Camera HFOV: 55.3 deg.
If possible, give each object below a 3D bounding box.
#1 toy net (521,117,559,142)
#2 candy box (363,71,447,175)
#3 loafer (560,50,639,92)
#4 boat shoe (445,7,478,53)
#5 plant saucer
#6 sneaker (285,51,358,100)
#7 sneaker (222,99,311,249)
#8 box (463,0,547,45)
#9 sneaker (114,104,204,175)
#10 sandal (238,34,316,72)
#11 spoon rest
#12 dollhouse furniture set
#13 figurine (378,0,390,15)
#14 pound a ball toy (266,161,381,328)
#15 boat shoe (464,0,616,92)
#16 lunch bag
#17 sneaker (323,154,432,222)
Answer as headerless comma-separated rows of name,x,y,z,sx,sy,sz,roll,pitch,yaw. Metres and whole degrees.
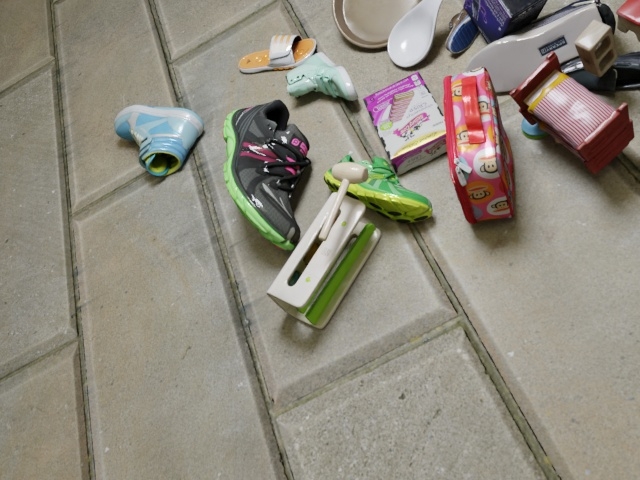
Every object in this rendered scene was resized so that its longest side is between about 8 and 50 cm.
toy net,0.554,-0.242,1.326,0.122,0.045,0.232,-43,53,-7
candy box,0.215,-0.289,1.498,0.159,0.071,0.233,-25,53,9
loafer,0.634,-0.364,1.342,0.223,0.076,0.078,-3,51,20
boat shoe,0.376,-0.562,1.606,0.066,0.066,0.183,23,69,47
plant saucer,0.166,-0.674,1.715,0.278,0.041,0.278,1,92,22
sneaker,-0.004,-0.415,1.665,0.151,0.094,0.256,-33,42,-4
sneaker,-0.122,-0.190,1.525,0.202,0.185,0.483,-25,53,14
box,0.437,-0.571,1.456,0.108,0.207,0.153,-31,82,1
sneaker,-0.517,-0.289,1.813,0.319,0.127,0.208,3,60,28
sandal,-0.144,-0.567,1.842,0.265,0.076,0.102,-6,58,22
spoon rest,0.281,-0.578,1.597,0.276,0.084,0.137,-48,60,20
dollhouse furniture set,0.586,-0.341,1.198,0.374,0.152,0.201,-47,56,11
figurine,0.231,-0.757,1.784,0.209,0.092,0.215,-27,51,13
pound a ball toy,0.000,0.000,1.329,0.136,0.208,0.319,22,72,34
boat shoe,0.519,-0.462,1.452,0.340,0.127,0.158,-14,22,32
lunch bag,0.328,-0.207,1.272,0.120,0.258,0.293,-9,56,20
sneaker,0.135,-0.133,1.411,0.295,0.109,0.123,27,78,36
